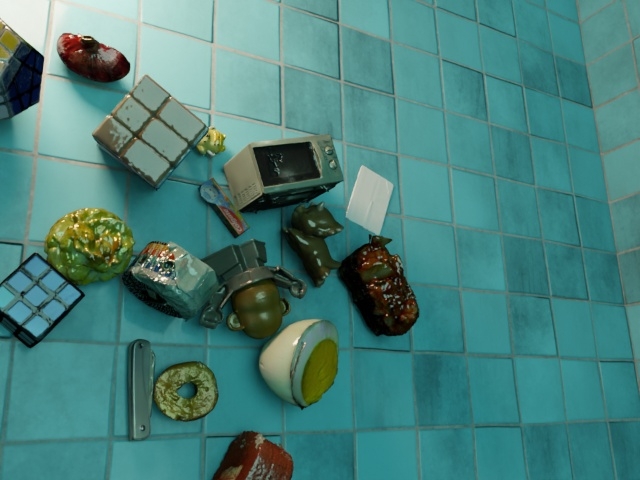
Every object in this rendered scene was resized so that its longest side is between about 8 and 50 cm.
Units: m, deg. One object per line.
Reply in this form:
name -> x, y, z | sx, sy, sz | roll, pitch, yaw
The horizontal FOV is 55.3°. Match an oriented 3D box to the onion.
onion -> -0.658, -0.515, 1.748 | 0.206, 0.151, 0.098 | 20, 80, -7

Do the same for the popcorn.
popcorn -> -0.603, 0.014, 1.593 | 0.221, 0.184, 0.204 | -33, 90, -47

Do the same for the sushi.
sushi -> 0.207, 0.146, 2.036 | 0.196, 0.182, 0.343 | -29, 94, -40

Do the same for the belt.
belt -> -0.403, 0.106, 1.640 | 0.150, 0.258, 0.207 | -59, 134, -29

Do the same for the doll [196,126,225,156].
doll -> -0.374, -0.316, 1.898 | 0.162, 0.062, 0.106 | 6, 68, -28

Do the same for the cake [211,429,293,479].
cake -> -0.196, 0.658, 1.642 | 0.151, 0.177, 0.283 | 39, 61, -15

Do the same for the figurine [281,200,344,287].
figurine -> -0.001, -0.004, 1.958 | 0.173, 0.177, 0.247 | -32, 81, -15

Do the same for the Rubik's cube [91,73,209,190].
Rubik's cube -> -0.473, -0.291, 1.702 | 0.221, 0.231, 0.224 | 40, 82, -16

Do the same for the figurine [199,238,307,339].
figurine -> -0.204, 0.152, 1.797 | 0.343, 0.167, 0.285 | -23, 79, -12

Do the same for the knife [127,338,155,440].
knife -> -0.479, 0.397, 1.634 | 0.073, 0.041, 0.265 | 9, 71, -36

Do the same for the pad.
pad -> 0.180, -0.146, 2.210 | 0.156, 0.004, 0.232 | 29, 63, -21

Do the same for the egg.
egg -> -0.067, 0.349, 1.819 | 0.286, 0.174, 0.264 | -6, 105, -57

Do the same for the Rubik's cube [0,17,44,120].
Rubik's cube -> -0.859, -0.433, 1.523 | 0.264, 0.319, 0.319 | 16, 65, 4

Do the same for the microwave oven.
microwave oven -> -0.114, -0.203, 1.913 | 0.295, 0.237, 0.181 | -14, 83, -35

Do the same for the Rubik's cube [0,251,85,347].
Rubik's cube -> -0.706, 0.150, 1.501 | 0.162, 0.163, 0.160 | 46, 58, -13

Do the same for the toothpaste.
toothpaste -> -0.305, -0.094, 1.883 | 0.070, 0.044, 0.193 | -40, 97, -32

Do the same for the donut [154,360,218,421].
donut -> -0.374, 0.417, 1.678 | 0.178, 0.065, 0.162 | 3, 69, -29
